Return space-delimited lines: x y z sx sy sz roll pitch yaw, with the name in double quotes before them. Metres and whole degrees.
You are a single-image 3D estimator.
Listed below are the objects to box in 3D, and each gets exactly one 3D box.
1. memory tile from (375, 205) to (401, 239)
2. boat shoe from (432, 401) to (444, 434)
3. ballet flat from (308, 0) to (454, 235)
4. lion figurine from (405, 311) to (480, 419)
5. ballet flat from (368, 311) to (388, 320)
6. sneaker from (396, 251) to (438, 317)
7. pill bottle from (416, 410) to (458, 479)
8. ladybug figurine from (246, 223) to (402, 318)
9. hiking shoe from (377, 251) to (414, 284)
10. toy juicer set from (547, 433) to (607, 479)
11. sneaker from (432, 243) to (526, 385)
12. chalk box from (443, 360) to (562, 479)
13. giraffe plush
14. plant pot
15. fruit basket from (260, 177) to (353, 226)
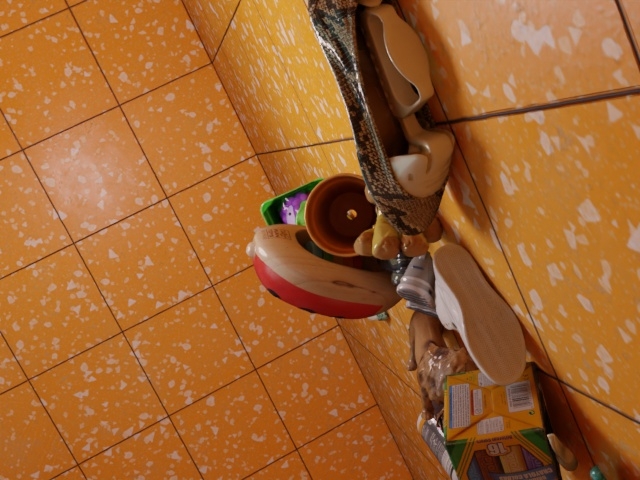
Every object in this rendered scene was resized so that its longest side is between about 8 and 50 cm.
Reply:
"memory tile" 0.156 -0.066 1.619 0.148 0.012 0.113 66 -149 -16
"boat shoe" 0.350 0.442 1.753 0.123 0.123 0.342 36 -174 -37
"ballet flat" 0.127 -0.217 1.176 0.182 0.164 0.483 6 124 55
"lion figurine" 0.272 0.266 1.717 0.392 0.142 0.240 -113 12 -54
"ballet flat" 0.183 0.252 2.482 0.070 0.070 0.188 64 171 -10
"sneaker" 0.251 0.105 1.593 0.105 0.115 0.281 18 168 19
"pill bottle" 0.386 0.552 1.866 0.278 0.162 0.162 52 166 49
"ladybug figurine" 0.013 0.089 1.846 0.305 0.449 0.162 -111 40 -62
"hiking shoe" 0.194 0.025 1.736 0.227 0.086 0.114 -119 30 -68
"toy juicer set" 0.501 0.450 1.193 0.329 0.089 0.209 59 -171 16
"sneaker" 0.307 0.164 1.386 0.169 0.108 0.293 75 175 -61
"chalk box" 0.356 0.405 1.350 0.180 0.179 0.289 -75 -32 -57
"giraffe plush" 0.154 -0.078 1.459 0.210 0.181 0.171 -57 -41 -60
"plant pot" 0.072 -0.067 1.810 0.205 0.205 0.188 63 -173 0
"fruit basket" 0.000 0.000 2.245 0.392 0.282 0.392 -22 -90 -82
